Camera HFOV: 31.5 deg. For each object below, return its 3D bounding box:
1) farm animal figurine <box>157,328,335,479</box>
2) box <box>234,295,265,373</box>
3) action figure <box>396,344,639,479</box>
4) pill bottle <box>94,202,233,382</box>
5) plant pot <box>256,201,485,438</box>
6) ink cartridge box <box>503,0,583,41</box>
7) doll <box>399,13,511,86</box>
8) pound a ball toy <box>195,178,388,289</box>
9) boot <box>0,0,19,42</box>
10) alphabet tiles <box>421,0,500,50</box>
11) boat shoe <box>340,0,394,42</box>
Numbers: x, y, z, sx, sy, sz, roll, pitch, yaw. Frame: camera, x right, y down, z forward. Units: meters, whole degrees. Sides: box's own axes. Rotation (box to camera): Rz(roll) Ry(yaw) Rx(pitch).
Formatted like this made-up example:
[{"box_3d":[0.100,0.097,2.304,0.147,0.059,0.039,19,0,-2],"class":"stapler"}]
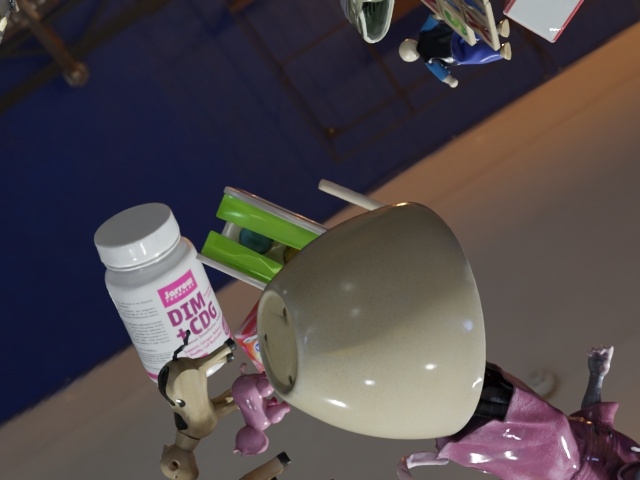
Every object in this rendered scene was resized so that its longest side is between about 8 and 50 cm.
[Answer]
[{"box_3d":[-0.111,0.328,1.475,0.172,0.326,0.330,-26,-129,-24],"class":"farm animal figurine"},{"box_3d":[-0.029,0.128,2.103,0.128,0.122,0.257,-11,-148,38],"class":"box"},{"box_3d":[0.320,0.280,1.431,0.275,0.370,0.248,-63,-171,12],"class":"action figure"},{"box_3d":[-0.264,0.090,1.901,0.160,0.283,0.160,-15,-151,9],"class":"pill bottle"},{"box_3d":[0.036,0.104,1.326,0.191,0.284,0.284,-7,-166,-23],"class":"plant pot"},{"box_3d":[0.440,-0.515,2.079,0.197,0.114,0.273,-58,-175,33],"class":"ink cartridge box"},{"box_3d":[0.218,-0.319,1.886,0.189,0.129,0.046,0,-161,25],"class":"doll"},{"box_3d":[0.000,0.000,1.750,0.136,0.319,0.208,11,102,-79],"class":"pound a ball toy"},{"box_3d":[-0.273,-0.328,1.136,0.138,0.377,0.284,29,-91,40],"class":"boot"},{"box_3d":[0.098,-0.382,1.426,0.011,0.285,0.342,-42,-114,-1],"class":"alphabet tiles"},{"box_3d":[0.089,-0.450,1.923,0.109,0.094,0.302,-27,159,-7],"class":"boat shoe"}]
